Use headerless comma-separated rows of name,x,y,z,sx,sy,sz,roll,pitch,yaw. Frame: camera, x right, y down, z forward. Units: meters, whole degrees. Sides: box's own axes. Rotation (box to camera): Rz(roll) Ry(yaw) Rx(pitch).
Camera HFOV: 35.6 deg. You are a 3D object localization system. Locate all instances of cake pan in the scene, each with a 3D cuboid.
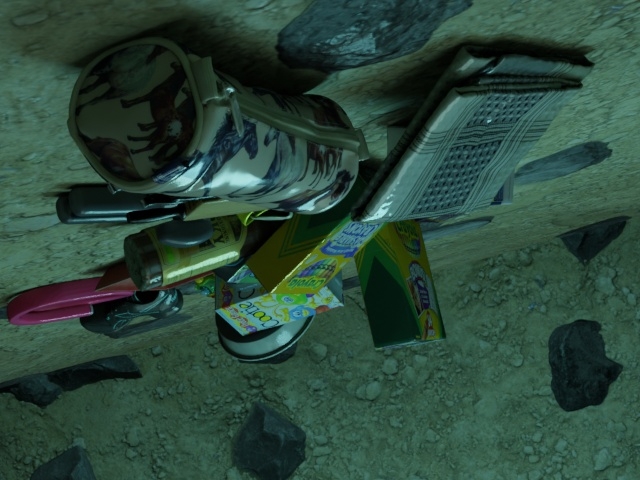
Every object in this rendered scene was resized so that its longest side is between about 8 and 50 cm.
cake pan,-0.145,0.167,2.520,0.293,0.293,0.054,-18,136,19

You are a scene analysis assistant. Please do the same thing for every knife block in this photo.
knife block,-0.170,-0.083,1.502,0.242,0.088,0.276,-16,171,15

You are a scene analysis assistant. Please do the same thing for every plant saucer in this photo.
plant saucer,-0.323,0.055,2.188,0.259,0.047,0.258,-19,170,28

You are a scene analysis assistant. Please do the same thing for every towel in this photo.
towel,0.232,-0.145,1.464,0.312,0.056,0.324,-6,140,-42

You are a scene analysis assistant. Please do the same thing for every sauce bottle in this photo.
sauce bottle,-0.185,-0.009,1.824,0.344,0.111,0.111,-20,174,-25

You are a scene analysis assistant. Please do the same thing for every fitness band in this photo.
fitness band,-0.571,0.138,2.277,0.291,0.054,0.209,-9,169,-34

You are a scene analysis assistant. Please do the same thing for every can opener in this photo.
can opener,-0.280,-0.035,1.585,0.076,0.095,0.283,-24,167,40

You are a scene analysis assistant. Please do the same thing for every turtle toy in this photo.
turtle toy,-0.258,0.109,2.536,0.130,0.066,0.095,-15,170,6

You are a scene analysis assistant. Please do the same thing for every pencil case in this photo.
pencil case,-0.095,-0.122,1.174,0.183,0.160,0.410,-3,176,27

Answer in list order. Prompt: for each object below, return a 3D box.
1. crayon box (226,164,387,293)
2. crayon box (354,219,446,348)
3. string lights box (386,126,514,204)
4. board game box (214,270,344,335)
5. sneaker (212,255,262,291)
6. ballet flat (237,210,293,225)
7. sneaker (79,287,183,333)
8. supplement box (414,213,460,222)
crayon box,0.000,0.000,1.860,0.323,0.083,0.203,-45,161,17
crayon box,0.186,0.092,2.359,0.106,0.313,0.363,-14,171,16
string lights box,0.221,-0.123,1.673,0.260,0.133,0.077,-6,-169,-44
board game box,-0.100,0.106,2.391,0.275,0.142,0.144,-18,141,19
sneaker,-0.078,0.004,2.034,0.341,0.125,0.140,-27,147,18
ballet flat,-0.045,-0.082,1.722,0.231,0.077,0.077,-17,169,15
sneaker,-0.478,0.153,2.459,0.267,0.101,0.106,-16,150,7
supplement box,0.289,-0.103,2.091,0.188,0.080,0.104,-21,169,32
